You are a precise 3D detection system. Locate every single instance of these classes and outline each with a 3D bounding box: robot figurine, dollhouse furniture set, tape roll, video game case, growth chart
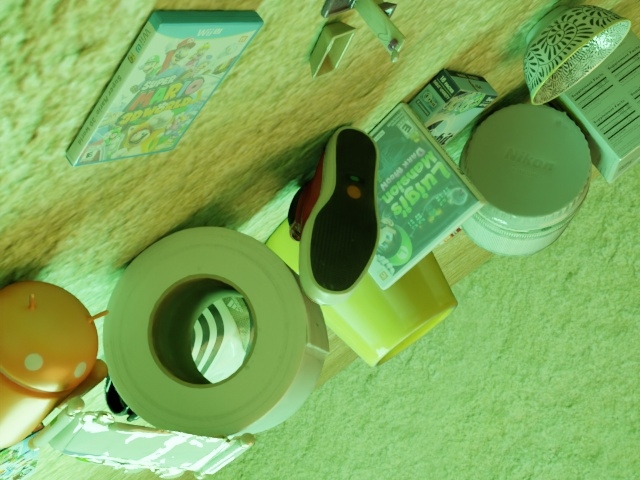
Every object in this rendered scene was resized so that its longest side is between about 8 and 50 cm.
[{"bbox_3d":[-0.314,0.126,0.900,0.219,0.158,0.128,-42,-173,25],"label":"robot figurine"},{"bbox_3d":[0.050,-0.183,0.848,0.091,0.081,0.114,-27,164,-32],"label":"dollhouse furniture set"},{"bbox_3d":[-0.123,0.118,1.089,0.246,0.246,0.169,-36,165,1],"label":"tape roll"},{"bbox_3d":[0.098,-0.057,1.186,0.190,0.173,0.022,-43,167,27],"label":"video game case"},{"bbox_3d":[-0.131,-0.127,0.743,0.119,0.015,0.166,-18,157,-51],"label":"video game case"},{"bbox_3d":[-0.194,0.223,0.963,0.237,0.021,0.172,19,144,-33],"label":"growth chart"}]

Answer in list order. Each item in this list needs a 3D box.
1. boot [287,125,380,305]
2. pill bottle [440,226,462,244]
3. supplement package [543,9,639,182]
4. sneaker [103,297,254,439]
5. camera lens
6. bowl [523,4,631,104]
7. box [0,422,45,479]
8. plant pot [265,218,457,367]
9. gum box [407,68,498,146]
[{"bbox_3d":[0.000,0.000,1.103,0.176,0.088,0.244,129,-23,-50],"label":"boot"},{"bbox_3d":[0.270,-0.068,1.744,0.152,0.086,0.086,-39,166,10],"label":"pill bottle"},{"bbox_3d":[0.483,-0.232,1.475,0.149,0.203,0.194,-37,165,6],"label":"supplement package"},{"bbox_3d":[-0.239,0.225,1.419,0.257,0.169,0.447,-16,150,-32],"label":"sneaker"},{"bbox_3d":[0.347,-0.098,1.550,0.219,0.219,0.274,-36,166,-2],"label":"camera lens"},{"bbox_3d":[0.343,-0.276,1.249,0.170,0.080,0.170,-34,165,-10],"label":"bowl"},{"bbox_3d":[-0.499,0.337,1.317,0.159,0.044,0.233,-28,164,-32],"label":"box"},{"bbox_3d":[0.076,0.051,1.357,0.254,0.239,0.254,-35,166,-10],"label":"plant pot"},{"bbox_3d":[0.148,-0.159,1.250,0.184,0.041,0.157,-44,164,25],"label":"gum box"}]
